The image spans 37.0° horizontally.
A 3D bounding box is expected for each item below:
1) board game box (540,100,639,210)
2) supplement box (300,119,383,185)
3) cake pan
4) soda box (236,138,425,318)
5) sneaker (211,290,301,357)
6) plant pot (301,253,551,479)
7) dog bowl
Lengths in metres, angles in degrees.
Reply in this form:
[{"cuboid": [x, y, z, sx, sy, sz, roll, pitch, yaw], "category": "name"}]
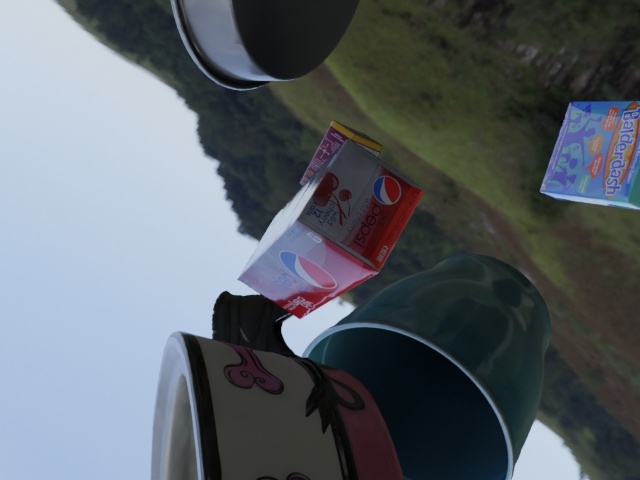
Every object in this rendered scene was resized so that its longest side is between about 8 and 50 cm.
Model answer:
[{"cuboid": [0.445, -0.135, 1.484, 0.047, 0.160, 0.210, 19, 178, -26], "category": "board game box"}, {"cuboid": [0.024, -0.086, 1.091, 0.055, 0.083, 0.043, 19, -165, -45], "category": "supplement box"}, {"cuboid": [-0.031, -0.282, 0.901, 0.054, 0.293, 0.293, 18, -174, 26], "category": "cake pan"}, {"cuboid": [0.000, 0.000, 0.902, 0.083, 0.092, 0.263, 33, 161, -6], "category": "soda box"}, {"cuboid": [-0.083, 0.209, 1.335, 0.130, 0.286, 0.109, -4, 173, 3], "category": "sneaker"}, {"cuboid": [0.150, 0.151, 1.161, 0.272, 0.271, 0.255, 36, -138, 11], "category": "plant pot"}, {"cuboid": [-0.045, 0.275, 0.756, 0.150, 0.408, 0.408, 1, -156, -16], "category": "dog bowl"}]
